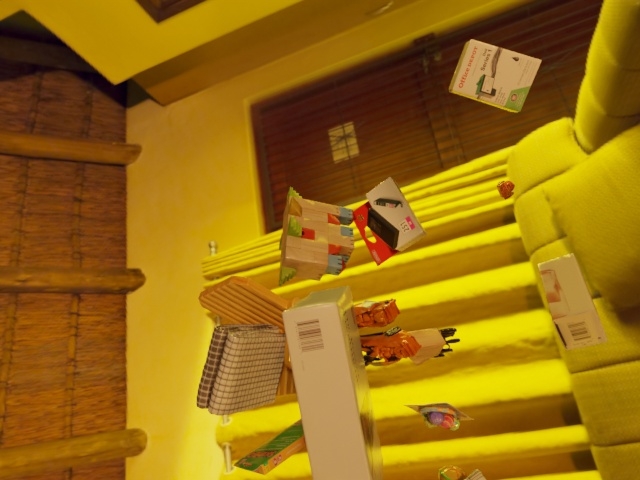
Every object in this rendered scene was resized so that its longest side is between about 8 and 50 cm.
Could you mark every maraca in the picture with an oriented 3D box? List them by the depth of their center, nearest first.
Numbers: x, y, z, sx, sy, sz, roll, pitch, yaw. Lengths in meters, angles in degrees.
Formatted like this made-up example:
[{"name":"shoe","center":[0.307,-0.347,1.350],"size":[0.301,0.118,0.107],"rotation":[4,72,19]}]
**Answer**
[{"name":"maraca","center":[0.518,0.919,1.796],"size":[0.127,0.099,0.186],"rotation":[31,173,44]}]

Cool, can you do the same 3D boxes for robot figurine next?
[{"name":"robot figurine","center":[0.106,0.242,1.219],"size":[0.085,0.291,0.211],"rotation":[-35,-82,-41]}]

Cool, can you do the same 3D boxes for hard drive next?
[{"name":"hard drive","center":[0.211,-0.040,1.598],"size":[0.135,0.022,0.094],"rotation":[45,156,30]}]

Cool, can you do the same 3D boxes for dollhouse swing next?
[{"name":"dollhouse swing","center":[-0.225,0.322,1.515],"size":[0.305,0.347,0.314],"rotation":[21,-121,-35]}]

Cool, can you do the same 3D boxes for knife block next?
[{"name":"knife block","center":[0.484,0.437,2.061],"size":[0.275,0.242,0.088],"rotation":[48,-170,-47]}]

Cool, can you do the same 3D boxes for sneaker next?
[{"name":"sneaker","center":[0.700,-0.200,1.802],"size":[0.067,0.064,0.175],"rotation":[54,-169,17]}]

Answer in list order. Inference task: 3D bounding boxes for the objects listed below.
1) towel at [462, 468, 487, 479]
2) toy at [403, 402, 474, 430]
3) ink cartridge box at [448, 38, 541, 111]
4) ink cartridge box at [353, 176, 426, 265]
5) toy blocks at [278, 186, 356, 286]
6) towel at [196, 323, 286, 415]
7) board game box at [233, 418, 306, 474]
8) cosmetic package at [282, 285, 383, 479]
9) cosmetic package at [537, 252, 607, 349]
[{"name":"towel","center":[0.528,0.998,1.571],"size":[0.324,0.312,0.056],"rotation":[51,161,30]},{"name":"toy","center":[0.369,0.550,1.445],"size":[0.237,0.137,0.056],"rotation":[37,-134,-45]},{"name":"ink cartridge box","center":[0.528,-0.504,1.446],"size":[0.092,0.220,0.160],"rotation":[-62,-10,-72]},{"name":"ink cartridge box","center":[0.252,-0.074,1.868],"size":[0.060,0.239,0.275],"rotation":[19,-140,-57]},{"name":"toy blocks","center":[0.000,0.000,1.654],"size":[0.190,0.261,0.381],"rotation":[114,163,-46]},{"name":"towel","center":[-0.225,0.364,1.381],"size":[0.284,0.121,0.234],"rotation":[15,-91,-60]},{"name":"board game box","center":[-0.102,0.560,1.288],"size":[0.260,0.124,0.039],"rotation":[-17,-94,-39]},{"name":"cosmetic package","center":[0.036,0.284,0.850],"size":[0.284,0.098,0.376],"rotation":[0,-101,-84]},{"name":"cosmetic package","center":[0.830,0.198,1.567],"size":[0.153,0.129,0.296],"rotation":[56,-151,-22]}]
